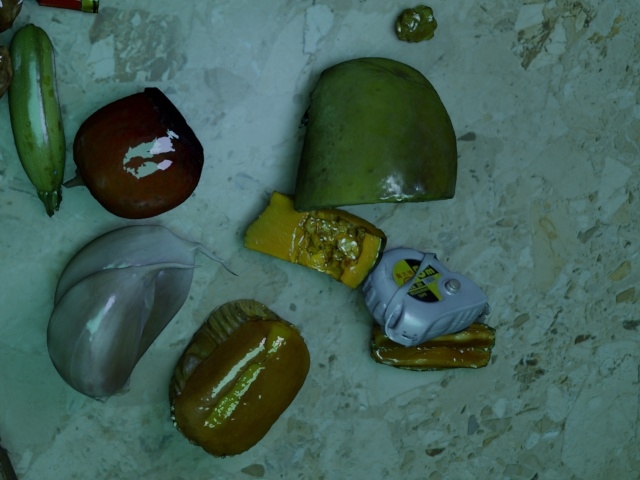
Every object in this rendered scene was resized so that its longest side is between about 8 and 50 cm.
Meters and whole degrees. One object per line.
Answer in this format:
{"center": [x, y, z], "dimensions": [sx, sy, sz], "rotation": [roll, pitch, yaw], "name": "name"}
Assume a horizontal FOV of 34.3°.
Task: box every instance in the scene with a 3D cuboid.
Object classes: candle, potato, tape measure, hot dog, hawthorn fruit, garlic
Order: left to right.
{"center": [-0.451, -0.428, 1.805], "dimensions": [0.130, 0.052, 0.052], "rotation": [5, 97, -13], "name": "candle"}
{"center": [-0.340, 0.114, 1.819], "dimensions": [0.340, 0.231, 0.246], "rotation": [-44, 103, 1], "name": "garlic"}
{"center": [-0.328, -0.138, 1.801], "dimensions": [0.249, 0.215, 0.215], "rotation": [-21, 102, -12], "name": "hawthorn fruit"}
{"center": [0.128, -0.202, 1.859], "dimensions": [0.330, 0.212, 0.280], "rotation": [-4, 87, -29], "name": "potato"}
{"center": [0.179, 0.102, 1.969], "dimensions": [0.236, 0.197, 0.120], "rotation": [-15, 146, -37], "name": "tape measure"}
{"center": [0.223, 0.207, 2.049], "dimensions": [0.268, 0.072, 0.115], "rotation": [5, 100, -18], "name": "hot dog"}

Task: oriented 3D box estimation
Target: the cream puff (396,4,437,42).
{"center": [0.179, -0.411, 1.964], "dimensions": [0.083, 0.083, 0.058], "rotation": [-38, 60, 5], "name": "cream puff"}

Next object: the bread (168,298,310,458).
{"center": [-0.153, 0.256, 1.923], "dimensions": [0.204, 0.156, 0.288], "rotation": [42, 85, -18], "name": "bread"}

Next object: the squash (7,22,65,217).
{"center": [-0.493, -0.205, 1.807], "dimensions": [0.094, 0.094, 0.341], "rotation": [-6, 100, -13], "name": "squash"}

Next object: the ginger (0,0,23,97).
{"center": [-0.669, -0.300, 1.616], "dimensions": [0.418, 0.176, 0.254], "rotation": [3, 101, -2], "name": "ginger"}

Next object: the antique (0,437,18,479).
{"center": [-0.593, 0.490, 1.862], "dimensions": [0.150, 0.125, 0.284], "rotation": [-12, 101, -13], "name": "antique"}

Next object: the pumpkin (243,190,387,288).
{"center": [-0.004, -0.003, 1.949], "dimensions": [0.248, 0.126, 0.131], "rotation": [26, 104, 4], "name": "pumpkin"}

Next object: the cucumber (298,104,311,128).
{"center": [0.015, -0.265, 1.950], "dimensions": [0.037, 0.037, 0.155], "rotation": [44, 86, -15], "name": "cucumber"}
